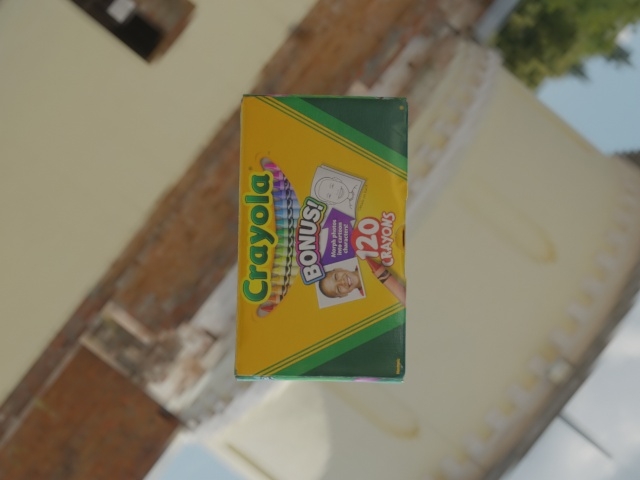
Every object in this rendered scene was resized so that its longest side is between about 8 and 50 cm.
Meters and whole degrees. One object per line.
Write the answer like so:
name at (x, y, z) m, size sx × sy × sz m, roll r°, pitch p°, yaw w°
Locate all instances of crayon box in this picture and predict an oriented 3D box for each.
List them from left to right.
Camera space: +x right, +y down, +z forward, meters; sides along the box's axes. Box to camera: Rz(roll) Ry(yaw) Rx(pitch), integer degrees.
crayon box at (0.000, 0.000, 1.745) m, size 0.081 × 0.165 × 0.278 m, roll 114°, pitch -24°, yaw -83°
